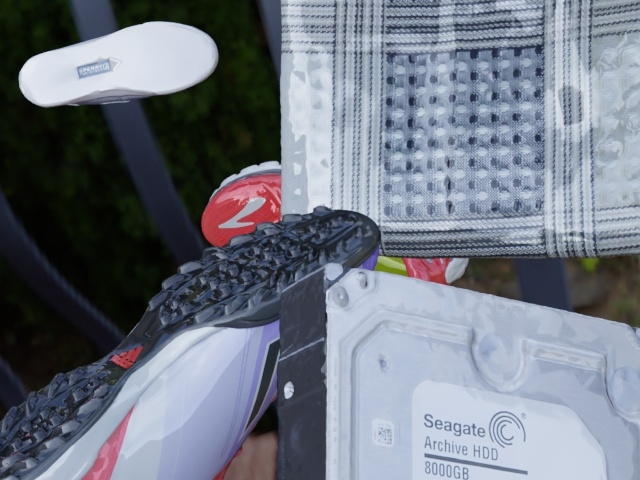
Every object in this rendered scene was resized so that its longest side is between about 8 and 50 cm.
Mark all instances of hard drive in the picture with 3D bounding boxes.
[{"bbox_3d":[0.089,0.195,1.017,0.237,0.064,0.339,13,64,-28],"label":"hard drive"}]

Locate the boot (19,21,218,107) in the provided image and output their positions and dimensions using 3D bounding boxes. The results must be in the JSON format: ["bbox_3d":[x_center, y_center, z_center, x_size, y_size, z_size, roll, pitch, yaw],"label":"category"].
[{"bbox_3d":[-0.181,-0.164,1.711,0.190,0.069,0.086,-6,4,11],"label":"boot"}]

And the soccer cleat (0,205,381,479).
[{"bbox_3d":[-0.079,0.099,1.170,0.318,0.116,0.108,-39,29,-19],"label":"soccer cleat"}]

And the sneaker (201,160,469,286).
[{"bbox_3d":[0.000,0.000,1.743,0.279,0.107,0.118,9,32,25],"label":"sneaker"}]

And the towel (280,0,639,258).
[{"bbox_3d":[0.116,-0.147,1.406,0.312,0.056,0.324,0,83,22],"label":"towel"}]
